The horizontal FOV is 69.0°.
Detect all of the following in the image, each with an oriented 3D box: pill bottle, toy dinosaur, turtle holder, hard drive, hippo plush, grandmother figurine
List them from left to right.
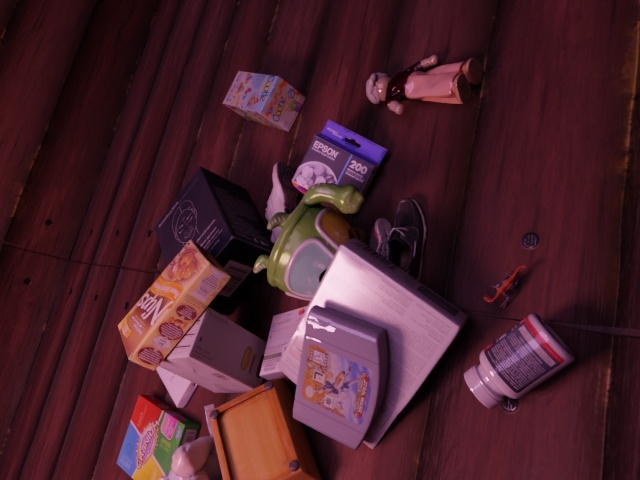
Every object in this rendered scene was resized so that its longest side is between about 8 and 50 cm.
[{"bbox_3d":[-0.502,0.399,1.643,0.319,0.040,0.210,35,96,45],"label":"hard drive"},{"bbox_3d":[-0.347,0.634,1.262,0.236,0.234,0.294,-39,50,23],"label":"hippo plush"},{"bbox_3d":[0.001,0.008,1.221,0.227,0.243,0.320,28,86,14],"label":"turtle holder"},{"bbox_3d":[0.254,-0.420,1.277,0.342,0.104,0.208,17,57,48],"label":"grandmother figurine"},{"bbox_3d":[0.372,0.093,0.956,0.082,0.090,0.047,-31,49,-29],"label":"toy dinosaur"},{"bbox_3d":[0.365,0.231,0.874,0.180,0.108,0.108,-45,48,18],"label":"pill bottle"}]

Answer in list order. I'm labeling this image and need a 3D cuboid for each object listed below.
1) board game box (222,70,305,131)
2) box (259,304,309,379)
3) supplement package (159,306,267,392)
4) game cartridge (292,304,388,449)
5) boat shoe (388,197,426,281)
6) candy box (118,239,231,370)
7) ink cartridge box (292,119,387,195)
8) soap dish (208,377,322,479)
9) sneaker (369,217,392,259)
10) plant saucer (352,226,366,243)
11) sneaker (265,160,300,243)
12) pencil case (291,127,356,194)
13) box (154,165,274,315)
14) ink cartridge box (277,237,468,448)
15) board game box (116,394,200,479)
[{"bbox_3d":[-0.209,-0.512,1.702,0.275,0.142,0.144,29,92,46],"label":"board game box"},{"bbox_3d":[-0.088,0.281,1.284,0.145,0.038,0.186,-22,43,34],"label":"box"},{"bbox_3d":[-0.309,0.320,1.328,0.204,0.262,0.145,-15,48,37],"label":"supplement package"},{"bbox_3d":[0.045,0.310,1.036,0.198,0.062,0.297,18,109,30],"label":"game cartridge"},{"bbox_3d":[0.208,-0.005,1.146,0.084,0.079,0.233,-13,62,40],"label":"boat shoe"},{"bbox_3d":[-0.400,0.167,1.263,0.316,0.087,0.183,-50,36,-5],"label":"candy box"},{"bbox_3d":[0.052,-0.212,1.323,0.206,0.045,0.208,30,101,17],"label":"ink cartridge box"},{"bbox_3d":[-0.152,0.511,1.165,0.229,0.118,0.291,-26,49,-2],"label":"soap dish"},{"bbox_3d":[0.155,0.024,1.209,0.065,0.061,0.158,143,136,-61],"label":"sneaker"},{"bbox_3d":[0.089,0.000,1.295,0.083,0.015,0.083,-18,61,36],"label":"plant saucer"},{"bbox_3d":[-0.130,-0.122,1.489,0.129,0.111,0.297,-30,53,37],"label":"sneaker"},{"bbox_3d":[0.014,-0.240,1.412,0.236,0.104,0.104,-50,46,14],"label":"pencil case"},{"bbox_3d":[-0.357,0.000,1.565,0.293,0.212,0.395,-48,48,17],"label":"box"},{"bbox_3d":[0.102,0.237,1.072,0.308,0.091,0.385,35,115,20],"label":"ink cartridge box"},{"bbox_3d":[-0.541,0.678,1.540,0.317,0.064,0.242,5,75,43],"label":"board game box"}]
